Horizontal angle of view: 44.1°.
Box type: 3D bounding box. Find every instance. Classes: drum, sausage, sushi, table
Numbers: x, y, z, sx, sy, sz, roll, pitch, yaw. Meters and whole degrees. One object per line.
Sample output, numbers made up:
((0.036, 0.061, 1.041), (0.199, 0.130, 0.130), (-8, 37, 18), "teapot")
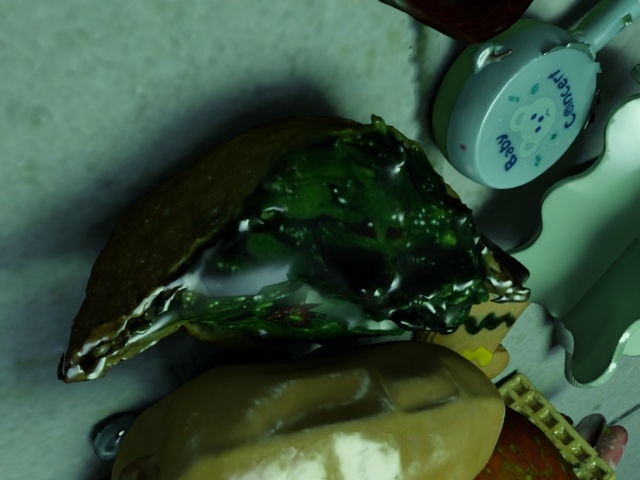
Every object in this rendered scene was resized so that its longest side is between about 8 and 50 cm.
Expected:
((0.190, -0.127, 0.556), (0.253, 0.049, 0.130), (-33, 139, -12), "drum")
((-0.002, 0.125, 0.463), (0.241, 0.120, 0.136), (-5, 134, -33), "sausage")
((-0.001, 0.000, 0.451), (0.287, 0.140, 0.149), (-2, 135, -38), "sushi")
((0.236, -0.001, 0.590), (0.167, 0.166, 0.198), (2, 132, -39), "table")

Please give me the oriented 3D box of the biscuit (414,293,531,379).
((0.126, 0.112, 0.739), (0.166, 0.036, 0.250), (1, 126, -38), "biscuit")

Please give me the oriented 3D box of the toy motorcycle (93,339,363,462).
((-0.086, 0.194, 0.602), (0.173, 0.108, 0.307), (9, 120, -53), "toy motorcycle")

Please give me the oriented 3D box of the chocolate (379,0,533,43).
((0.071, -0.155, 0.414), (0.149, 0.080, 0.125), (-24, 137, -21), "chocolate")

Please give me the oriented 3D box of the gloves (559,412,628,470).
((0.231, 0.275, 0.882), (0.241, 0.145, 0.126), (-39, 153, 20), "gloves")

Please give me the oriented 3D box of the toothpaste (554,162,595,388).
((0.267, 0.038, 0.768), (0.099, 0.069, 0.282), (-51, 143, -42), "toothpaste")

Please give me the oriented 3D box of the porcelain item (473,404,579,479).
((0.091, 0.250, 0.637), (0.253, 0.253, 0.252), (-21, 137, -21), "porcelain item")

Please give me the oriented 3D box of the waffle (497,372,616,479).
((0.222, 0.222, 0.827), (0.103, 0.148, 0.042), (-31, 149, -14), "waffle")
